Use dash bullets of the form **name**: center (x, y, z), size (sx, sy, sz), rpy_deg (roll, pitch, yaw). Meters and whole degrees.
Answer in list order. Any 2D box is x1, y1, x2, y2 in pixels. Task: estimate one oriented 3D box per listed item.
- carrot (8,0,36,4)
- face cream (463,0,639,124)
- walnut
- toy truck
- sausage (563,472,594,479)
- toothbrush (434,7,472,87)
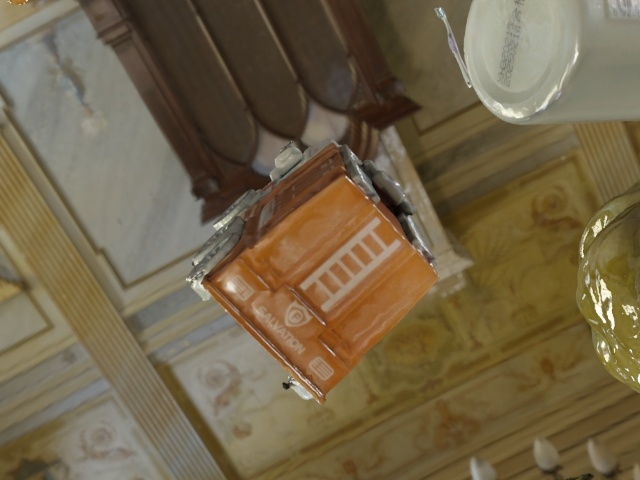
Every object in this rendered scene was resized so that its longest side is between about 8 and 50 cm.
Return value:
- **carrot**: center (-0.259, -0.306, 0.986), size (0.061, 0.061, 0.210), rpy_deg (-11, -166, 39)
- **face cream**: center (0.218, -0.125, 0.559), size (0.252, 0.101, 0.101), rpy_deg (-6, -172, -28)
- **walnut**: center (0.454, 0.052, 1.104), size (0.282, 0.276, 0.253), rpy_deg (-28, -159, -17)
- **toy truck**: center (0.000, 0.000, 0.954), size (0.207, 0.173, 0.387), rpy_deg (-42, -169, 8)
- **sausage**: center (0.069, 0.295, 0.531), size (0.371, 0.082, 0.082), rpy_deg (-62, -163, 11)
- **toothbrush**: center (0.186, -0.269, 1.232), size (0.013, 0.131, 0.011), rpy_deg (-7, 158, -35)
